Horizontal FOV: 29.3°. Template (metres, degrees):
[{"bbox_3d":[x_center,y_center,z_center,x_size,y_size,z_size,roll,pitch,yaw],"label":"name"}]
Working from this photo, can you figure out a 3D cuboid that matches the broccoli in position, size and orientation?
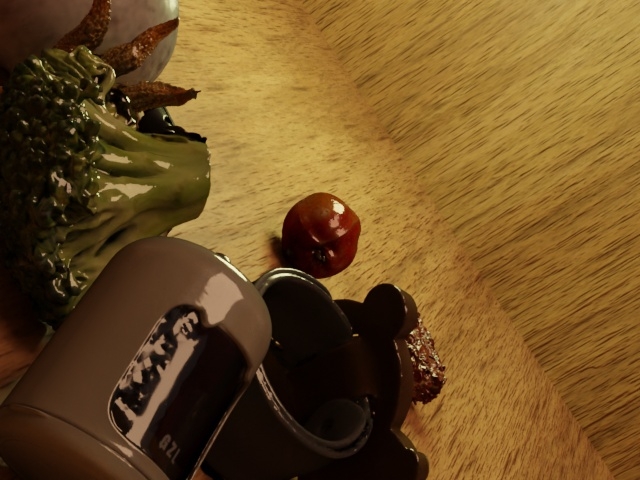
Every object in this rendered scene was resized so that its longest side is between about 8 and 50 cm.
[{"bbox_3d":[-0.291,-0.058,1.498,0.272,0.324,0.334,23,28,-19],"label":"broccoli"}]

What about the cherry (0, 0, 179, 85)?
[{"bbox_3d":[-0.365,-0.347,1.803,0.335,0.291,0.326,-47,123,-48],"label":"cherry"}]

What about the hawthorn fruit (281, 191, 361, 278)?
[{"bbox_3d":[0.000,0.000,2.339,0.157,0.157,0.194,51,17,-18],"label":"hawthorn fruit"}]

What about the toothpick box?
[{"bbox_3d":[-0.190,0.133,1.310,0.229,0.229,0.316,48,55,-26],"label":"toothpick box"}]

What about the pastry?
[{"bbox_3d":[0.180,0.231,2.504,0.115,0.097,0.208,26,37,-52],"label":"pastry"}]

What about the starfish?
[{"bbox_3d":[-0.300,-0.197,1.647,0.301,0.294,0.084,51,17,-20],"label":"starfish"}]

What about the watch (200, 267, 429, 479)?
[{"bbox_3d":[-0.038,0.218,1.721,0.327,0.314,0.335,10,59,-51],"label":"watch"}]

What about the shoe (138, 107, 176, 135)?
[{"bbox_3d":[-0.291,-0.208,2.097,0.053,0.062,0.159,17,41,-45],"label":"shoe"}]
